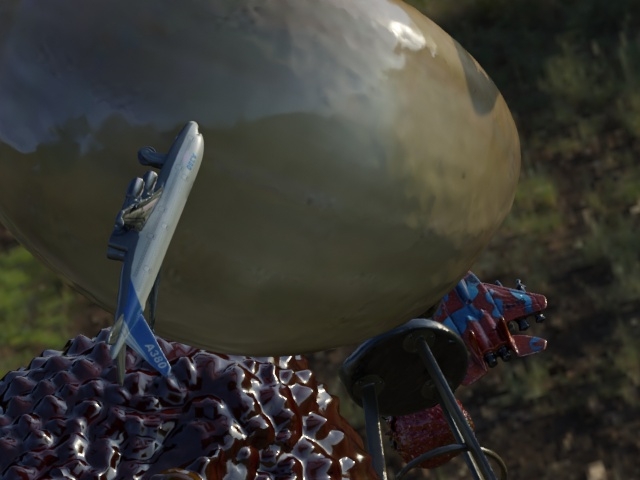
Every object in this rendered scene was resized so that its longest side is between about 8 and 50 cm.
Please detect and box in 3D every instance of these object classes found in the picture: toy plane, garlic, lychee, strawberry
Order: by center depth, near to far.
[{"bbox_3d":[-0.051,0.001,0.468,0.024,0.078,0.084,5,64,3],"label":"toy plane"},{"bbox_3d":[-0.016,-0.038,0.587,0.245,0.145,0.164,15,21,-32],"label":"garlic"},{"bbox_3d":[-0.087,0.180,0.826,0.275,0.276,0.304,-28,-16,-25],"label":"lychee"},{"bbox_3d":[0.136,0.057,1.479,0.130,0.061,0.189,-26,37,-2],"label":"toy plane"},{"bbox_3d":[0.130,0.217,1.806,0.106,0.106,0.106,-17,19,6],"label":"strawberry"}]

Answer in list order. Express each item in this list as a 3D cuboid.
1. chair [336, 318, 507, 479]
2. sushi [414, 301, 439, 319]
[{"bbox_3d":[0.078,0.134,1.066,0.104,0.095,0.221,6,34,-20],"label":"chair"},{"bbox_3d":[0.000,0.000,1.282,0.127,0.124,0.225,-9,23,-28],"label":"sushi"}]
